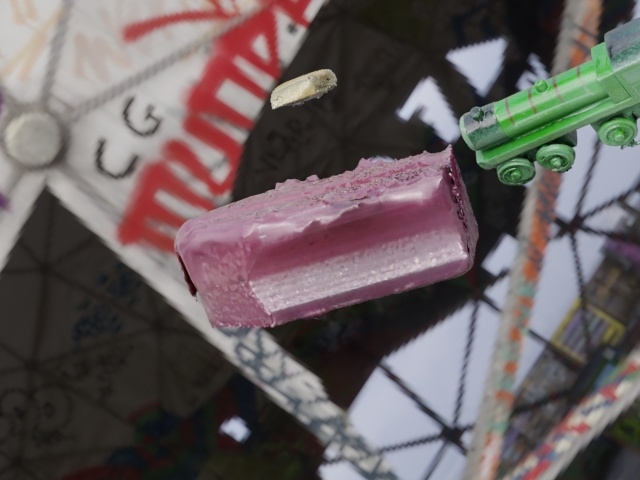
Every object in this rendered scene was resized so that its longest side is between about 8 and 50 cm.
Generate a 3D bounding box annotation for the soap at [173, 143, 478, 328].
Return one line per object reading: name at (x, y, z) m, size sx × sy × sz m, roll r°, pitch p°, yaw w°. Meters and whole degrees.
soap at (0.000, 0.000, 1.476) m, size 0.325 × 0.127 × 0.220 m, roll -13°, pitch 10°, yaw 11°

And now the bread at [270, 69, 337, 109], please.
bread at (-0.021, -0.191, 1.772) m, size 0.070 × 0.035 × 0.083 m, roll -18°, pitch 5°, yaw 22°

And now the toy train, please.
toy train at (0.268, -0.143, 1.504) m, size 0.251 × 0.119 × 0.085 m, roll -23°, pitch 49°, yaw 26°
